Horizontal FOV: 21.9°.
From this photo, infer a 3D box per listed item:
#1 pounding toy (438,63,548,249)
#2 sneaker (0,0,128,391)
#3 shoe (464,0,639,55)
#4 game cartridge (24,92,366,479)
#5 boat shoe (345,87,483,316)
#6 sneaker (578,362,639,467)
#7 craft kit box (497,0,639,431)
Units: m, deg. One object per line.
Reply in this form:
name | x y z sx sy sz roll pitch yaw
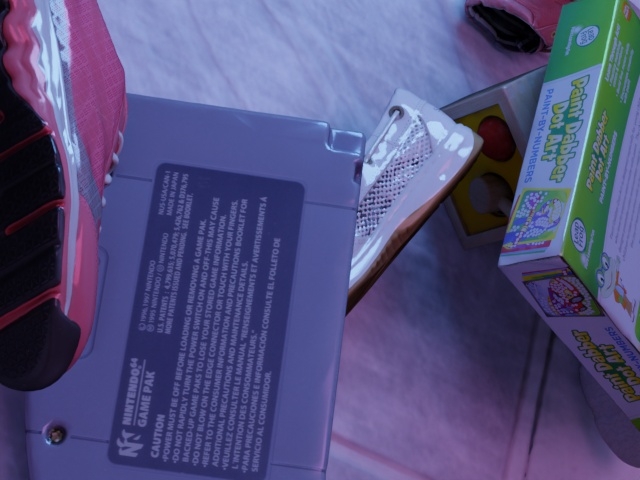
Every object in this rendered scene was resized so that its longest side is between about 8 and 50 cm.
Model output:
pounding toy | 0.148 -0.047 1.258 0.100 0.130 0.141 -26 95 -37
sneaker | -0.158 -0.062 0.998 0.136 0.116 0.313 15 60 -51
shoe | 0.197 -0.179 1.373 0.178 0.063 0.081 31 63 -21
game cartridge | -0.083 0.054 1.055 0.198 0.062 0.297 7 69 2
boat shoe | 0.000 0.000 1.170 0.096 0.098 0.277 40 63 5
sneaker | 0.273 0.061 1.350 0.126 0.091 0.240 -2 79 -37
craft kit box | 0.235 -0.011 1.218 0.246 0.061 0.250 49 45 -37
